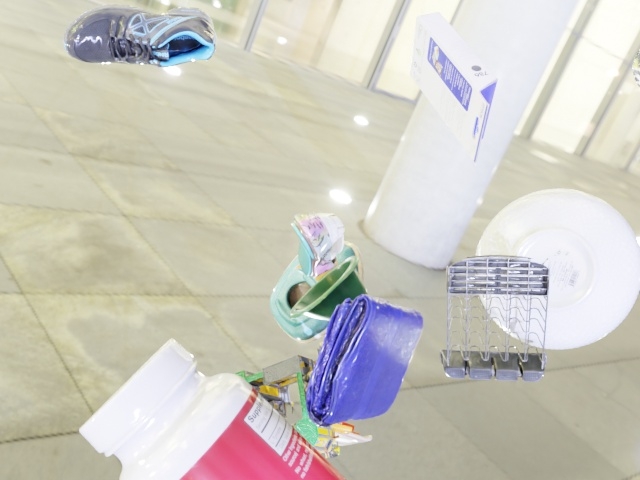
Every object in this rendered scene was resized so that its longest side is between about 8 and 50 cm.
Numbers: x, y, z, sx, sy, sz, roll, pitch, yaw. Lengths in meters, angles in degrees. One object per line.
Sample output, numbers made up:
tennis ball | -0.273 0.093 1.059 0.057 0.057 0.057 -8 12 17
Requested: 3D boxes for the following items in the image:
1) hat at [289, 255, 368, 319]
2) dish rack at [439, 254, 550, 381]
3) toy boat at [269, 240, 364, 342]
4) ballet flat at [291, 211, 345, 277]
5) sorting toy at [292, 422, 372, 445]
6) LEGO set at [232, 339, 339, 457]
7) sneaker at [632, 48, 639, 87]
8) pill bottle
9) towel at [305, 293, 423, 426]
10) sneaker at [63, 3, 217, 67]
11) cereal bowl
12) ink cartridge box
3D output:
hat | 0.071 0.148 1.416 0.183 0.208 0.173 49 -26 -7
dish rack | 0.333 0.148 1.357 0.208 0.272 0.074 0 22 9
toy boat | 0.030 0.148 1.610 0.318 0.267 0.148 43 13 26
ballet flat | 0.000 0.000 1.127 0.077 0.079 0.221 61 -7 18
sorting toy | 0.021 0.501 1.896 0.195 0.047 0.347 18 -24 -14
LEGO set | -0.076 0.381 1.525 0.192 0.331 0.255 29 35 -51
sneaker | 0.358 -0.168 0.757 0.035 0.083 0.031 -10 0 -32
pill bottle | -0.122 0.337 0.984 0.407 0.229 0.229 45 18 -4
towel | 0.080 0.211 1.277 0.076 0.228 0.308 22 0 27
sneaker | -0.401 -0.454 1.600 0.340 0.125 0.140 -11 43 -13
cereal bowl | 0.477 0.057 1.449 0.339 0.339 0.141 30 8 20
ink cartridge box | 0.295 -0.335 1.541 0.065 0.165 0.333 -15 53 -13
